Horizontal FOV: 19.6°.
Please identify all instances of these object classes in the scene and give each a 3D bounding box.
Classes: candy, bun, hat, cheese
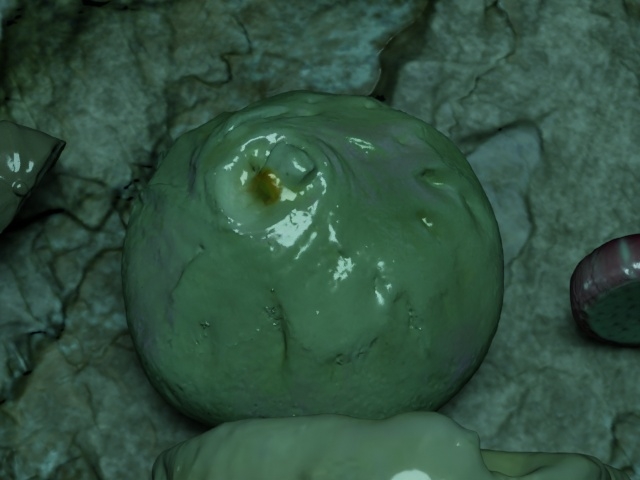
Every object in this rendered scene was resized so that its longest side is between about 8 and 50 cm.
[{"bbox_3d":[0.230,0.036,1.330,0.103,0.103,0.043,-2,55,-7],"label":"candy"},{"bbox_3d":[0.000,0.000,1.286,0.283,0.179,0.283,4,60,-6],"label":"bun"},{"bbox_3d":[-0.287,-0.056,1.344,0.175,0.085,0.147,29,63,9],"label":"hat"},{"bbox_3d":[0.059,0.182,1.118,0.326,0.318,0.115,5,74,-18],"label":"cheese"}]
